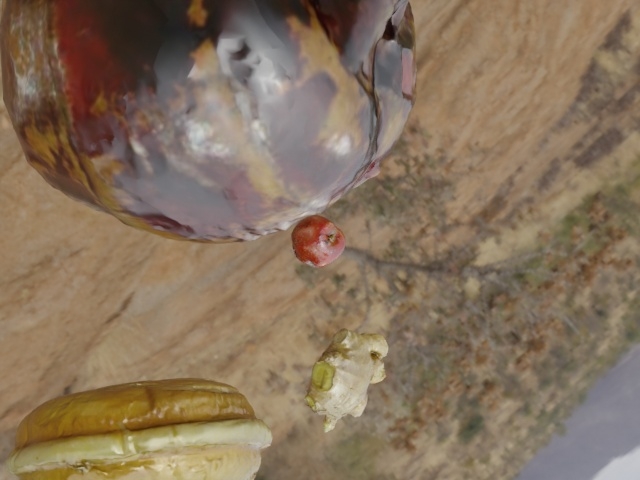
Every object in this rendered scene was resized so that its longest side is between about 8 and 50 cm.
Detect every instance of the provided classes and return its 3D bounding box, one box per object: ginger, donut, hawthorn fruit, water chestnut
[{"bbox_3d":[0.043,0.274,1.718,0.157,0.102,0.216,16,98,-46],"label":"ginger"},{"bbox_3d":[-0.304,0.354,1.500,0.449,0.198,0.449,-7,163,-2],"label":"donut"},{"bbox_3d":[0.000,0.000,1.402,0.093,0.093,0.093,-32,158,-15],"label":"hawthorn fruit"},{"bbox_3d":[-0.054,-0.137,0.528,0.289,0.289,0.244,-20,150,-37],"label":"water chestnut"}]
